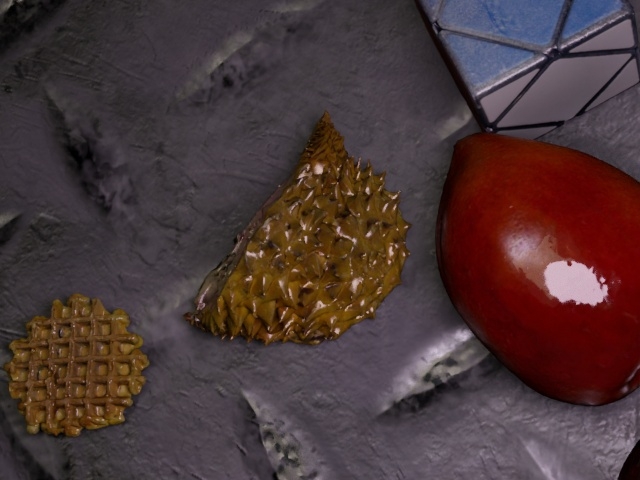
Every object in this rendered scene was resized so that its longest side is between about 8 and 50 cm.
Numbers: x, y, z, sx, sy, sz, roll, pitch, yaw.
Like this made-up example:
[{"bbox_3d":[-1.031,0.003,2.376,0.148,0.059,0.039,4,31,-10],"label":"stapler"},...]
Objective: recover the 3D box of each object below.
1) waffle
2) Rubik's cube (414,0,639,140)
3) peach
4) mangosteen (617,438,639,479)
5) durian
[{"bbox_3d":[-0.302,0.155,1.878,0.191,0.038,0.191,-5,71,14],"label":"waffle"},{"bbox_3d":[0.237,-0.255,1.776,0.205,0.207,0.205,-28,67,6],"label":"Rubik's cube"},{"bbox_3d":[0.262,0.014,1.665,0.257,0.201,0.362,-38,79,3],"label":"peach"},{"bbox_3d":[0.442,0.280,1.518,0.311,0.311,0.311,-4,72,13],"label":"mangosteen"},{"bbox_3d":[0.002,0.014,1.816,0.195,0.185,0.305,36,75,-1],"label":"durian"}]
